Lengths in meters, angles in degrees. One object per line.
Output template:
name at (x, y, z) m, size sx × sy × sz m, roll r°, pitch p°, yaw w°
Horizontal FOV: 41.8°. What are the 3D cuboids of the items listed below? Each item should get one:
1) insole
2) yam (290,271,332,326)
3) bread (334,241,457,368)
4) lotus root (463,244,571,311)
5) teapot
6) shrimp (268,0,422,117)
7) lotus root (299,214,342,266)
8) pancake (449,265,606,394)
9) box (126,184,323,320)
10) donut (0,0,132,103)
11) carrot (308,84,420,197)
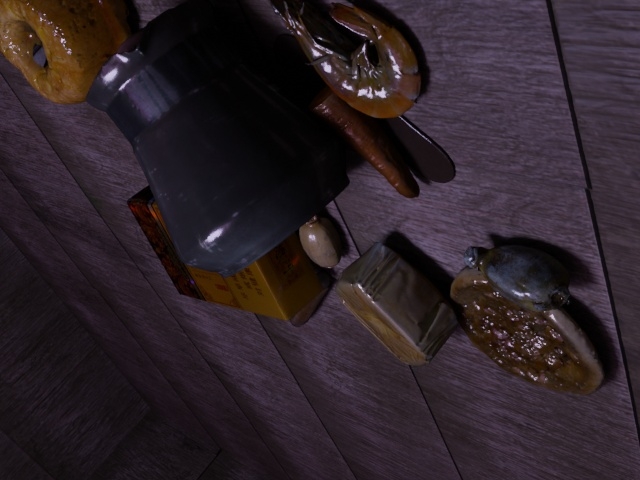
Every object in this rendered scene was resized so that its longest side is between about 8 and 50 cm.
insole at (0.061, -0.189, 1.200) m, size 0.328 × 0.007 × 0.111 m, roll 39°, pitch 155°, yaw 5°
yam at (-0.024, 0.129, 1.771) m, size 0.046 × 0.046 × 0.264 m, roll 39°, pitch 155°, yaw 5°
bread at (0.131, 0.108, 1.440) m, size 0.210 × 0.110 × 0.192 m, roll 45°, pitch 164°, yaw 3°
lotus root at (0.283, 0.047, 1.188) m, size 0.165 × 0.088 × 0.088 m, roll 25°, pitch 150°, yaw 38°
teapot at (-0.158, -0.161, 1.281) m, size 0.361 × 0.306 × 0.376 m, roll 54°, pitch -178°, yaw -6°
shrimp at (0.028, -0.255, 1.086) m, size 0.249 × 0.068 × 0.150 m, roll 36°, pitch 142°, yaw -1°
lotus root at (0.000, 0.000, 1.515) m, size 0.073 × 0.062 × 0.150 m, roll 20°, pitch 149°, yaw 37°
pancake at (0.324, 0.147, 1.325) m, size 0.282 × 0.049 × 0.282 m, roll 35°, pitch 154°, yaw 20°
box at (-0.207, 0.004, 1.704) m, size 0.415 × 0.116 × 0.264 m, roll 6°, pitch 130°, yaw 51°
donut at (-0.459, -0.375, 1.459) m, size 0.299 × 0.150 × 0.317 m, roll 36°, pitch 154°, yaw 17°
carrot at (0.074, -0.135, 1.199) m, size 0.210 × 0.061 × 0.061 m, roll 45°, pitch 154°, yaw -17°
